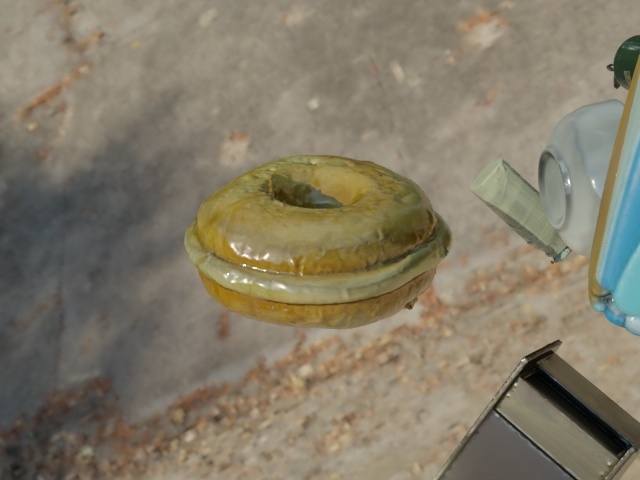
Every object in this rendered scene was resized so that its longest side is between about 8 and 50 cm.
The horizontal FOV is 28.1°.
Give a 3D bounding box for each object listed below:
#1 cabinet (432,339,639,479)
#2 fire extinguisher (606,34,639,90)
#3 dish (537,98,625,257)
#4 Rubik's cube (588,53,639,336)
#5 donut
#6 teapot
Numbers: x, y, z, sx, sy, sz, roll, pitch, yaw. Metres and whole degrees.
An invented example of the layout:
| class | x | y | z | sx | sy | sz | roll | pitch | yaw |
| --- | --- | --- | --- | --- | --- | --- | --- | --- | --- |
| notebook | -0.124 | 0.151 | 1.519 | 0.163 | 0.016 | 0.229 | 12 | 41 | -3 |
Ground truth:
| class | x | y | z | sx | sy | sz | roll | pitch | yaw |
| --- | --- | --- | --- | --- | --- | --- | --- | --- | --- |
| cabinet | 0.287 | 0.267 | 1.606 | 0.215 | 0.175 | 0.148 | -58 | -21 | 22 |
| fire extinguisher | 0.536 | -0.258 | 1.977 | 0.095 | 0.114 | 0.311 | -21 | 22 | -12 |
| dish | 0.416 | -0.089 | 2.002 | 0.117 | 0.256 | 0.256 | -8 | 11 | -8 |
| Rubik's cube | 0.443 | -0.084 | 1.124 | 0.351 | 0.347 | 0.352 | 16 | 18 | 12 |
| donut | 0.000 | 0.000 | 2.092 | 0.449 | 0.198 | 0.449 | 1 | 23 | 0 |
| teapot | 0.350 | -0.047 | 2.207 | 0.077 | 0.200 | 0.107 | -50 | 7 | -12 |
